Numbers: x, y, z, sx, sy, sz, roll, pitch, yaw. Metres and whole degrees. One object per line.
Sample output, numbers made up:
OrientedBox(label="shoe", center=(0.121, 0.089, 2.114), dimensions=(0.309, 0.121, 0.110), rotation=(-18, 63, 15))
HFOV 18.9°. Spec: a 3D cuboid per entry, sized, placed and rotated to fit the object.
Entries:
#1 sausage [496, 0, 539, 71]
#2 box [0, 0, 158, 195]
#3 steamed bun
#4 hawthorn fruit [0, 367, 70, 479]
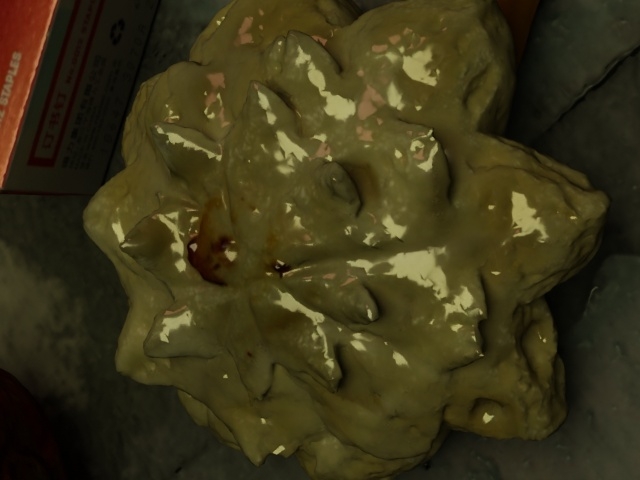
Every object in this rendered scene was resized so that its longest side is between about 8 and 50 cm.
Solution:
OrientedBox(label="sausage", center=(0.079, -0.107, 1.023), dimensions=(0.062, 0.054, 0.183), rotation=(28, 104, 47))
OrientedBox(label="box", center=(-0.140, -0.130, 1.080), dimensions=(0.050, 0.123, 0.229), rotation=(20, 98, 20))
OrientedBox(label="steamed bun", center=(0.000, 0.000, 0.985), dimensions=(0.295, 0.137, 0.292), rotation=(50, 121, 18))
OrientedBox(label="hawthorn fruit", center=(-0.234, 0.163, 1.078), dimensions=(0.224, 0.224, 0.260), rotation=(11, 73, 23))
